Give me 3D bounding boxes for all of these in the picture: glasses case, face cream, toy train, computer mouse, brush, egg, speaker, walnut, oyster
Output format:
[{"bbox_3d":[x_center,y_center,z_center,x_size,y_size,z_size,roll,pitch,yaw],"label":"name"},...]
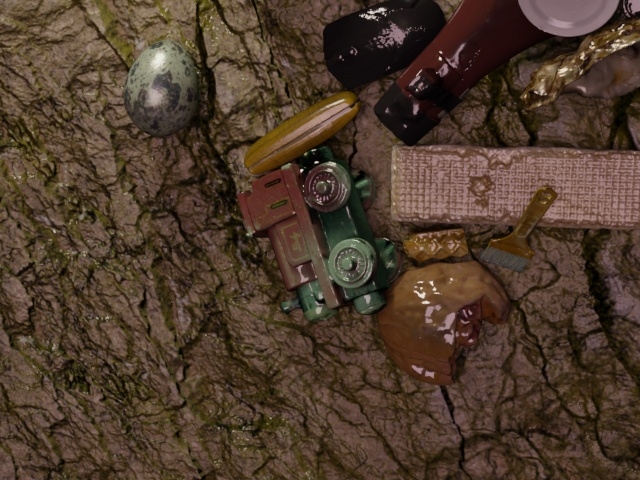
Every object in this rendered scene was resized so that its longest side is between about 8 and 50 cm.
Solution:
[{"bbox_3d":[-0.033,-0.188,1.807,0.234,0.079,0.064,-30,101,16],"label":"glasses case"},{"bbox_3d":[0.398,-0.462,1.549,0.145,0.370,0.145,13,135,14],"label":"face cream"},{"bbox_3d":[0.000,0.000,1.780,0.221,0.150,0.304,-24,79,23],"label":"toy train"},{"bbox_3d":[0.107,-0.340,1.752,0.217,0.073,0.122,-19,95,17],"label":"computer mouse"},{"bbox_3d":[0.337,-0.018,1.708,0.082,0.010,0.218,17,142,-5],"label":"brush"},{"bbox_3d":[-0.280,-0.270,1.827,0.132,0.132,0.172,9,91,12],"label":"egg"},{"bbox_3d":[0.234,-0.279,1.627,0.198,0.259,0.329,37,103,-22],"label":"speaker"},{"bbox_3d":[0.194,0.131,1.777,0.204,0.141,0.238,39,103,9],"label":"walnut"},{"bbox_3d":[0.384,-0.254,1.512,0.204,0.396,0.111,-17,91,-12],"label":"oyster"}]

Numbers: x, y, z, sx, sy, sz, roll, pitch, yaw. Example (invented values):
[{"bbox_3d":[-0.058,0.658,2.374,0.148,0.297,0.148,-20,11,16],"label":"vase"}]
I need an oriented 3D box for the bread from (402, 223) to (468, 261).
[{"bbox_3d":[0.198,0.004,1.791,0.110,0.066,0.060,-7,142,4],"label":"bread"}]

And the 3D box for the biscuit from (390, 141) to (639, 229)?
[{"bbox_3d":[0.327,-0.095,1.737,0.425,0.078,0.144,2,98,13],"label":"biscuit"}]

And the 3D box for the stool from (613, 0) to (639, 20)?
[{"bbox_3d":[0.625,-0.412,1.538,0.310,0.226,0.310,27,105,6],"label":"stool"}]
